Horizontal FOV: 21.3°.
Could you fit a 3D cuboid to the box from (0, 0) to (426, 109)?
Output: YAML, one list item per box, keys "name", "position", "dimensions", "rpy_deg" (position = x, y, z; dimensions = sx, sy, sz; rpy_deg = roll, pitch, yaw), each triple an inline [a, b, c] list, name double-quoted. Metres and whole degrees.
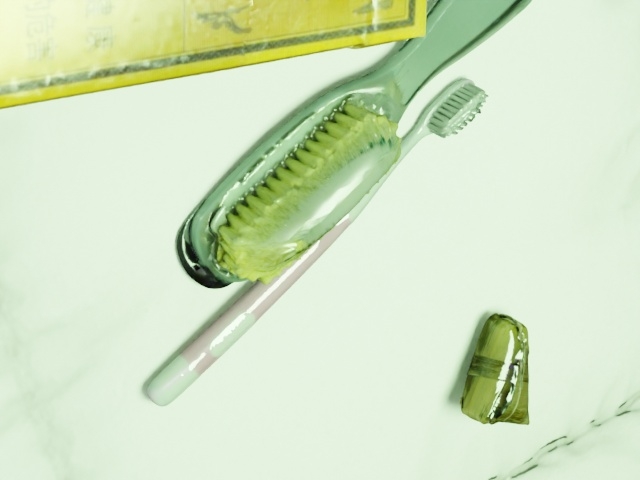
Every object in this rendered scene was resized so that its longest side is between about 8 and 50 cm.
- name: "box"
  position: [-0.085, -0.183, 0.881]
  dimensions: [0.301, 0.084, 0.192]
  rpy_deg: [-14, 118, -29]

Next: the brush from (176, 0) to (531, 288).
- name: "brush"
  position: [0.038, -0.074, 1.028]
  dimensions: [0.297, 0.060, 0.068]
  rpy_deg: [-45, 126, -9]

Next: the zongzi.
- name: "zongzi"
  position: [0.136, 0.092, 1.186]
  dimensions: [0.083, 0.040, 0.076]
  rpy_deg: [14, 96, -49]

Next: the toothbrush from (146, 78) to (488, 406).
- name: "toothbrush"
  position: [0.000, 0.000, 1.058]
  dimensions: [0.286, 0.025, 0.020]
  rpy_deg: [-44, 129, -9]
